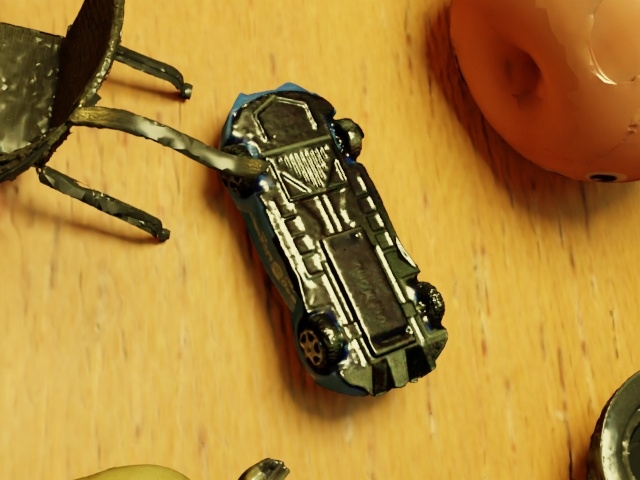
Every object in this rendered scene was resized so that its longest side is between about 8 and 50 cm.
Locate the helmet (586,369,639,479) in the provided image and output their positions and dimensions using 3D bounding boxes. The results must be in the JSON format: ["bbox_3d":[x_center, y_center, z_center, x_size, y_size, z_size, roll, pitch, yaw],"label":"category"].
[{"bbox_3d":[0.254,0.182,0.759,0.153,0.107,0.177,-35,72,-32],"label":"helmet"}]

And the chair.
[{"bbox_3d":[-0.148,-0.093,0.615,0.213,0.149,0.174,13,67,-21],"label":"chair"}]

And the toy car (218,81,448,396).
[{"bbox_3d":[0.000,0.000,0.707,0.103,0.063,0.216,-18,75,-34],"label":"toy car"}]

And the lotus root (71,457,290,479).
[{"bbox_3d":[-0.102,0.178,0.545,0.221,0.125,0.118,-17,55,-28],"label":"lotus root"}]

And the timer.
[{"bbox_3d":[0.214,-0.157,0.790,0.215,0.229,0.229,-25,85,-25],"label":"timer"}]
